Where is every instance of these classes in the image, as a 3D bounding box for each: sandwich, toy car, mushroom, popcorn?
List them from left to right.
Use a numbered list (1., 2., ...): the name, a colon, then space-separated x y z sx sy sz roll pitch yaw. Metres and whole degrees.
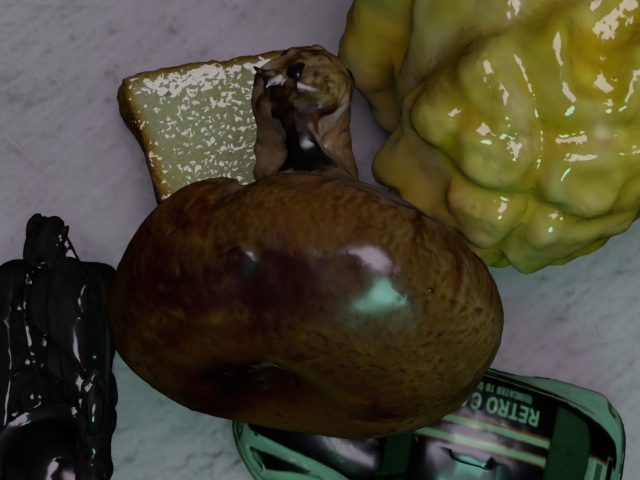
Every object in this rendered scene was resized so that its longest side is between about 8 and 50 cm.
1. sandwich: -0.059 -0.039 1.429 0.186 0.065 0.214 -12 75 -8
2. mushroom: 0.007 0.030 1.241 0.267 0.267 0.254 40 73 5
3. toy car: 0.088 0.148 1.371 0.306 0.125 0.136 15 77 -2
4. popcorn: 0.147 -0.166 1.335 0.382 0.349 0.349 42 75 -23

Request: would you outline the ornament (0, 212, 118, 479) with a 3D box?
1. ornament: -0.188 0.098 1.294 0.106 0.260 0.251 1 75 -10
